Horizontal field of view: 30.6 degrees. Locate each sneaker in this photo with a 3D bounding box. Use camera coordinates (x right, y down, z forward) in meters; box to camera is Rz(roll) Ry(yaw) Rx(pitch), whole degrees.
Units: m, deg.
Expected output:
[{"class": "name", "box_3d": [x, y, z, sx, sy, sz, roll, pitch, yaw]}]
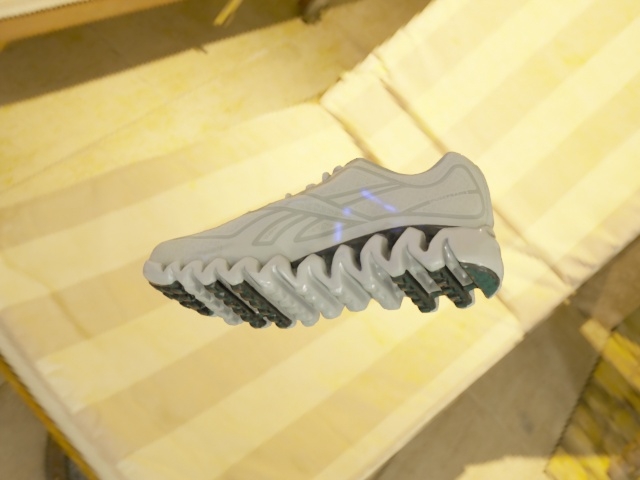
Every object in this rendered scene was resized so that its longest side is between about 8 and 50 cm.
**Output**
[{"class": "sneaker", "box_3d": [0.000, 0.000, 0.934, 0.110, 0.292, 0.118, 54, 34, -60]}]
